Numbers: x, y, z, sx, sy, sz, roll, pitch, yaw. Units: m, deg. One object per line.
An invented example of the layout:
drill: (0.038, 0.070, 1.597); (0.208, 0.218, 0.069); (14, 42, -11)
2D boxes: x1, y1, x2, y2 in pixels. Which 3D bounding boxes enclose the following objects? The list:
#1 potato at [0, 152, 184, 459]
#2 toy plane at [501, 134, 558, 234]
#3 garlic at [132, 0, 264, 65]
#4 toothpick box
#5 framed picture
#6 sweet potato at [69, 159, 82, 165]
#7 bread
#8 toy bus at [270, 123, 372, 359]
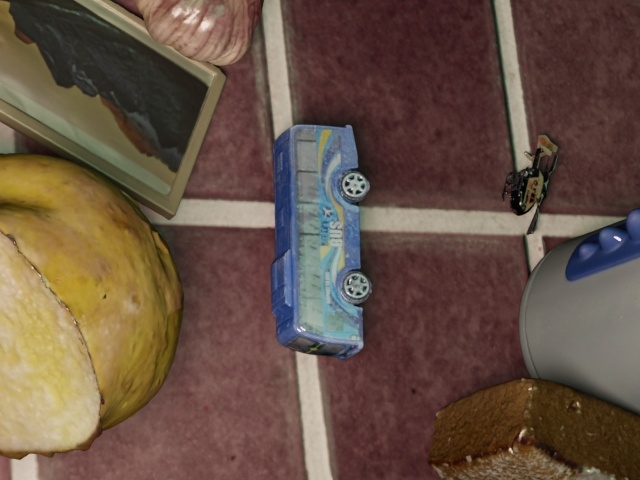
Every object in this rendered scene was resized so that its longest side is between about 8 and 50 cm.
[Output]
potato: (-0.245, 0.032, 1.500); (0.237, 0.301, 0.289); (-41, 136, -48)
toy plane: (0.238, -0.068, 1.918); (0.049, 0.031, 0.121); (29, 65, -26)
garlic: (-0.122, -0.258, 1.714); (0.147, 0.102, 0.159); (-6, 71, -33)
toothpick box: (0.386, 0.063, 1.772); (0.263, 0.354, 0.263); (9, 71, -28)
framed picture: (-0.228, -0.160, 1.666); (0.265, 0.018, 0.192); (30, 53, -20)
sweet potato: (-0.242, -0.032, 1.631); (0.026, 0.026, 0.115); (19, 70, -25)
bread: (0.327, 0.261, 1.796); (0.416, 0.165, 0.113); (23, 60, -22)
toy bus: (-0.003, 0.001, 1.736); (0.094, 0.079, 0.236); (3, 74, -13)
